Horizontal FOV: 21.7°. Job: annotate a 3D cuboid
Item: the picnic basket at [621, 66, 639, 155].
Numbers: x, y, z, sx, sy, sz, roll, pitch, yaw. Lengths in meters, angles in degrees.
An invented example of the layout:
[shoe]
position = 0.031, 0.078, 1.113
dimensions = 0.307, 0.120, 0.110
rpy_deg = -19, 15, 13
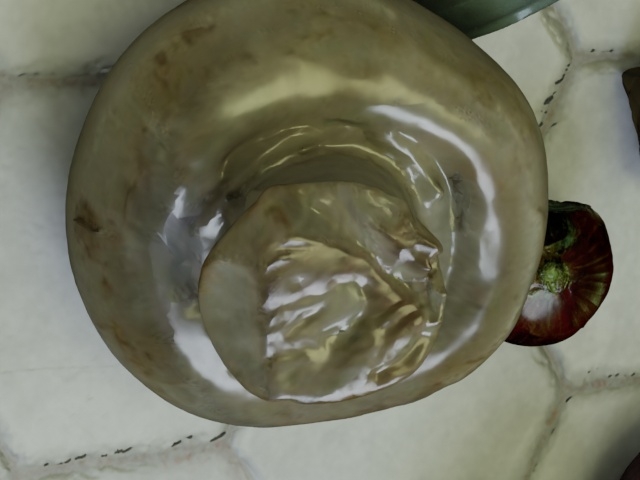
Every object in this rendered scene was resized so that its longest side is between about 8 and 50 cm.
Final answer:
[picnic basket]
position = 0.311, -0.059, 1.236
dimensions = 0.137, 0.128, 0.178
rpy_deg = -17, 92, -22

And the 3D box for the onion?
[onion]
position = 0.149, 0.021, 1.183
dimensions = 0.117, 0.118, 0.119
rpy_deg = 2, 103, 4

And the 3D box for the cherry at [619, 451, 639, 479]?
[cherry]
position = 0.299, 0.229, 1.294
dimensions = 0.176, 0.140, 0.176
rpy_deg = -3, 117, -7

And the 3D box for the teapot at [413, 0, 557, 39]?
[teapot]
position = 0.066, -0.249, 1.053
dimensions = 0.203, 0.171, 0.225
rpy_deg = -26, 109, 11

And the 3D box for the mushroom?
[mushroom]
position = 0.000, 0.000, 0.977
dimensions = 0.297, 0.290, 0.297
rpy_deg = -5, 117, -10
